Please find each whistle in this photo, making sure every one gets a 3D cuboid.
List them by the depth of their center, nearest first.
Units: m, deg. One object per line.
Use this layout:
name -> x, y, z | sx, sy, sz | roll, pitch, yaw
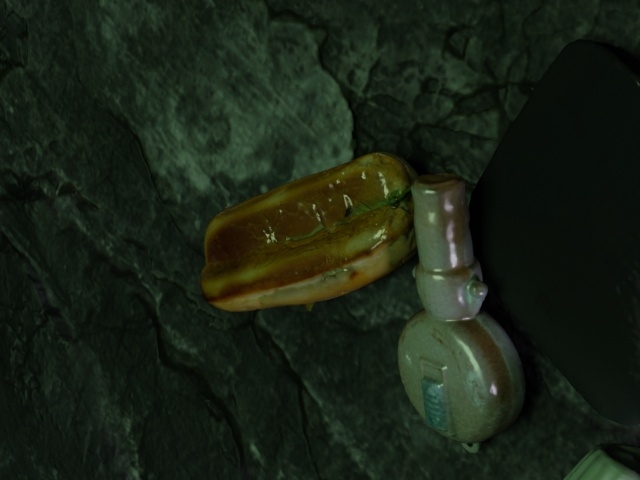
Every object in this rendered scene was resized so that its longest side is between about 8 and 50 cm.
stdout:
whistle -> 0.094, 0.058, 0.999 | 0.107, 0.057, 0.220 | 18, 122, 49

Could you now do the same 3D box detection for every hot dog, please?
hot dog -> 0.000, 0.000, 1.101 | 0.250, 0.076, 0.104 | -20, 63, 40

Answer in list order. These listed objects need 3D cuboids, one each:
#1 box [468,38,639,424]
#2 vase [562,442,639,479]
box -> 0.195, -0.006, 0.929 | 0.212, 0.042, 0.201 | 49, 126, 29
vase -> 0.165, 0.253, 0.945 | 0.128, 0.128, 0.248 | 36, 110, 35
